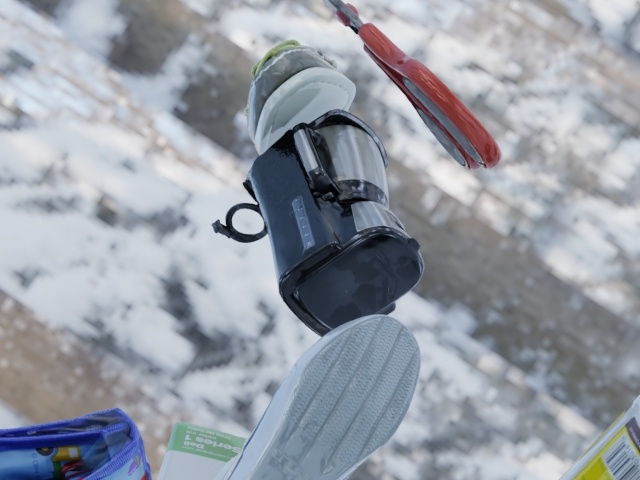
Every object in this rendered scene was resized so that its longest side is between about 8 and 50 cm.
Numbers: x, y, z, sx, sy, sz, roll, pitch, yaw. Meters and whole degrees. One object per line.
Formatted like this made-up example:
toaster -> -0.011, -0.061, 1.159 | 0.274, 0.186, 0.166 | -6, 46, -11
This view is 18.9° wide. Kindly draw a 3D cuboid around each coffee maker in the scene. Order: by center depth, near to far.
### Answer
coffee maker -> 0.000, 0.000, 1.705 | 0.171, 0.120, 0.178 | -53, 31, 28

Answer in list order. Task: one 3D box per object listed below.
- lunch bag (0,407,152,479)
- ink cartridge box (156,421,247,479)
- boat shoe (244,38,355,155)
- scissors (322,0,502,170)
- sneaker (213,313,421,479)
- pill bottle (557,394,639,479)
lunch bag -> -0.224, 0.226, 1.288 | 0.293, 0.138, 0.221 | -16, -39, -11
ink cartridge box -> -0.119, 0.320, 1.732 | 0.278, 0.117, 0.201 | -80, 7, -69
boat shoe -> -0.026, -0.135, 1.832 | 0.109, 0.091, 0.305 | -32, -10, 2
scissors -> 0.033, -0.162, 1.443 | 0.021, 0.297, 0.109 | -40, -7, -3
sneaker -> -0.024, 0.157, 1.440 | 0.258, 0.094, 0.091 | -49, 13, -27
pill bottle -> 0.219, 0.219, 1.429 | 0.215, 0.117, 0.117 | -50, -5, 24
